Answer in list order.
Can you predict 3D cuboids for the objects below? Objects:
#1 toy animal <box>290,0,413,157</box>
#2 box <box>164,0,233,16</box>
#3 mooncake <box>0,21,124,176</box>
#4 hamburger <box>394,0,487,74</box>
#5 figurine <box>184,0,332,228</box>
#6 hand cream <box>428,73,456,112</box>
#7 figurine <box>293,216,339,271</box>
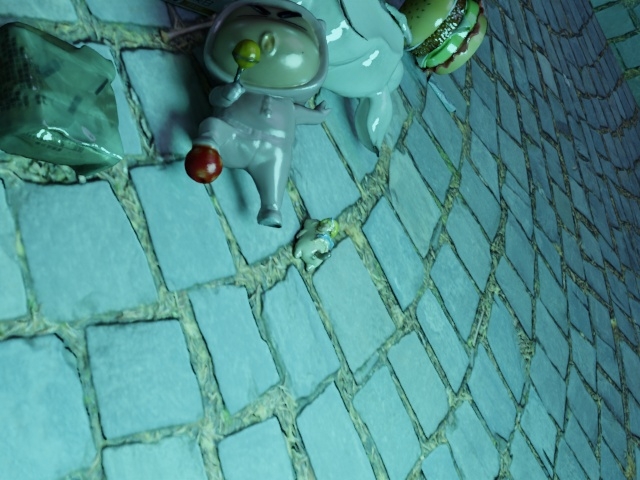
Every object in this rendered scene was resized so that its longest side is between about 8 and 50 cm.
[{"bbox_3d":[0.037,-0.279,1.247,0.325,0.154,0.208,49,43,-38],"label":"toy animal"},{"bbox_3d":[-0.190,-0.320,1.014,0.218,0.055,0.039,3,69,-57],"label":"box"},{"bbox_3d":[-0.251,-0.130,0.794,0.130,0.073,0.125,22,52,-52],"label":"mooncake"},{"bbox_3d":[0.214,-0.402,1.588,0.137,0.175,0.175,31,47,-28],"label":"hamburger"},{"bbox_3d":[-0.065,-0.173,1.019,0.176,0.186,0.287,18,69,-8],"label":"figurine"},{"bbox_3d":[0.240,-0.289,1.695,0.093,0.019,0.030,48,39,-20],"label":"hand cream"},{"bbox_3d":[0.000,0.000,1.128,0.047,0.051,0.083,51,36,-37],"label":"figurine"}]
